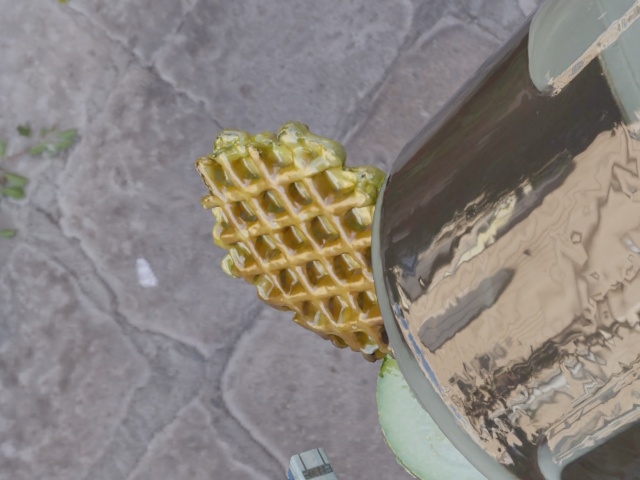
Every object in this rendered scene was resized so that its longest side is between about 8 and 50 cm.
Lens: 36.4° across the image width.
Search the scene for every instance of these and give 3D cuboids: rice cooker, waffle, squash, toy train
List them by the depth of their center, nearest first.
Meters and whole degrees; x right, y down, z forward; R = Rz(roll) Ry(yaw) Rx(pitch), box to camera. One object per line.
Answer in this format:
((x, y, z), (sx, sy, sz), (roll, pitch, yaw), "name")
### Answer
((0.229, -0.012, 0.550), (0.325, 0.335, 0.335), (-45, 61, 44), "rice cooker")
((0.000, 0.000, 0.852), (0.238, 0.243, 0.058), (25, 50, 20), "waffle")
((0.161, 0.149, 0.973), (0.219, 0.041, 0.219), (-4, 76, 17), "squash")
((0.026, 0.366, 1.198), (0.051, 0.052, 0.234), (98, 151, -44), "toy train")
